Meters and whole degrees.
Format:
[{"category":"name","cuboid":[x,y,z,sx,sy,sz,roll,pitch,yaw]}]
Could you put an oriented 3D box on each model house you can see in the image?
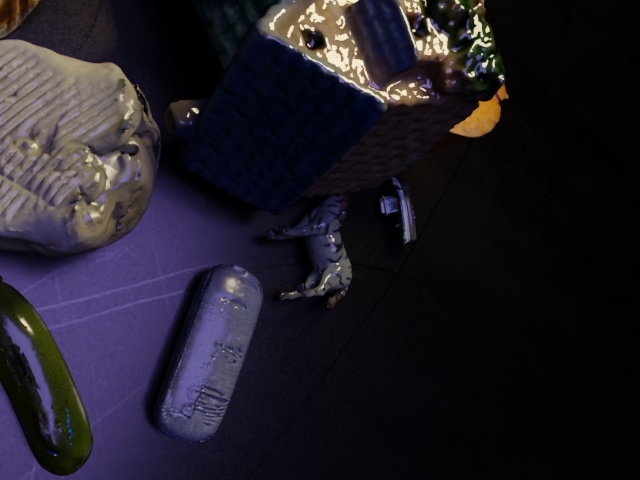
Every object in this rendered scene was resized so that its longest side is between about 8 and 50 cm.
[{"category":"model house","cuboid":[-0.040,-0.309,0.875,0.400,0.395,0.445,-13,78,-31]}]

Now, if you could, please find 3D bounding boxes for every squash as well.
[{"category":"squash","cuboid":[-0.392,0.160,0.760,0.087,0.087,0.331,-28,96,-32]}]

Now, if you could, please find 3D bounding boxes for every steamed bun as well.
[{"category":"steamed bun","cuboid":[-0.360,-0.104,0.765,0.280,0.207,0.268,7,72,-4]}]

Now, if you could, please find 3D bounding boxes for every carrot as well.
[{"category":"carrot","cuboid":[0.195,-0.252,1.096,0.196,0.254,0.196,5,80,-27]}]

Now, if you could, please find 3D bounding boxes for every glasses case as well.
[{"category":"glasses case","cuboid":[-0.173,0.173,0.903,0.109,0.067,0.282,28,69,-28]}]

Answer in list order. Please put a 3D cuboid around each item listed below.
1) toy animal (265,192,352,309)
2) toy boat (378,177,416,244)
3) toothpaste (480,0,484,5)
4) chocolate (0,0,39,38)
[{"category":"toy animal","cuboid":[-0.014,-0.005,1.023,0.170,0.090,0.255,9,80,-36]},{"category":"toy boat","cuboid":[0.153,-0.060,1.157,0.066,0.059,0.140,-7,87,-6]},{"category":"toothpaste","cuboid":[0.345,-0.495,1.347,0.100,0.066,0.323,11,81,-30]},{"category":"chocolate","cuboid":[-0.479,-0.382,0.753,0.221,0.221,0.147,-39,84,-31]}]
